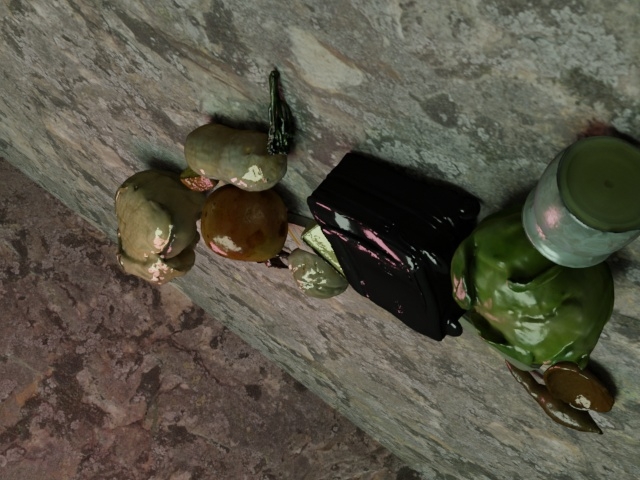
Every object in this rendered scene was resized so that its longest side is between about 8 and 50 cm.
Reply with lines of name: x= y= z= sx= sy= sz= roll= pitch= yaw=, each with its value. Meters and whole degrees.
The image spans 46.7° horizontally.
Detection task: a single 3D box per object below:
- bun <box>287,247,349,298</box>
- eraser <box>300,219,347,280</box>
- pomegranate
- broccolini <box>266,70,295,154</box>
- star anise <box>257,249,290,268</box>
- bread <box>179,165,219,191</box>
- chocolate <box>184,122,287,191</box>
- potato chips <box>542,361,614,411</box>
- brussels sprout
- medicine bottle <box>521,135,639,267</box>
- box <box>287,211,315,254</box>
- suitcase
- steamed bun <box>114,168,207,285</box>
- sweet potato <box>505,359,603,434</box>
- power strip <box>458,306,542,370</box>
bun: x=-0.014 y=0.098 z=1.996 sx=0.183 sy=0.102 sz=0.183 roll=29 pitch=158 yaw=13
eraser: x=0.053 y=0.010 z=1.695 sx=0.172 sy=0.058 sz=0.117 roll=42 pitch=129 yaw=-14
pomegranate: x=-0.178 y=-0.052 z=1.793 sx=0.215 sy=0.215 sz=0.215 roll=31 pitch=160 yaw=13
broccolini: x=-0.073 y=-0.241 z=1.415 sx=0.058 sy=0.074 sz=0.201 roll=0 pitch=146 yaw=-7
star anise: x=-0.204 y=0.019 z=2.132 sx=0.272 sy=0.102 sz=0.272 roll=28 pitch=159 yaw=12
bread: x=-0.281 y=-0.172 z=1.829 sx=0.065 sy=0.103 sz=0.187 roll=44 pitch=157 yaw=-20
chocolate: x=-0.184 y=-0.181 z=1.614 sx=0.309 sy=0.134 sz=0.134 roll=15 pitch=151 yaw=45
potato chips: x=0.562 y=0.313 z=1.605 sx=0.150 sy=0.049 sz=0.202 roll=12 pitch=148 yaw=42
brussels sprout: x=0.337 y=0.071 z=1.192 sx=0.259 sy=0.227 sz=0.294 roll=54 pitch=166 yaw=-5
medicine bottle: x=0.358 y=-0.049 z=0.991 sx=0.147 sy=0.147 sz=0.143 roll=33 pitch=163 yaw=8
box: x=0.000 y=0.000 z=1.851 sx=0.247 sy=0.033 sz=0.129 roll=18 pitch=153 yaw=40
suitcase: x=0.149 y=0.010 z=1.451 sx=0.339 sy=0.188 sz=0.345 roll=30 pitch=161 yaw=33
steamed bun: x=-0.464 y=-0.046 z=2.199 sx=0.325 sy=0.230 sz=0.372 roll=50 pitch=136 yaw=29
sweet potato: x=0.538 y=0.368 z=1.734 sx=0.269 sy=0.075 sz=0.075 roll=39 pitch=162 yaw=21
power strip: x=0.372 y=0.188 z=1.593 sx=0.286 sy=0.080 sz=0.048 roll=38 pitch=158 yaw=-7
